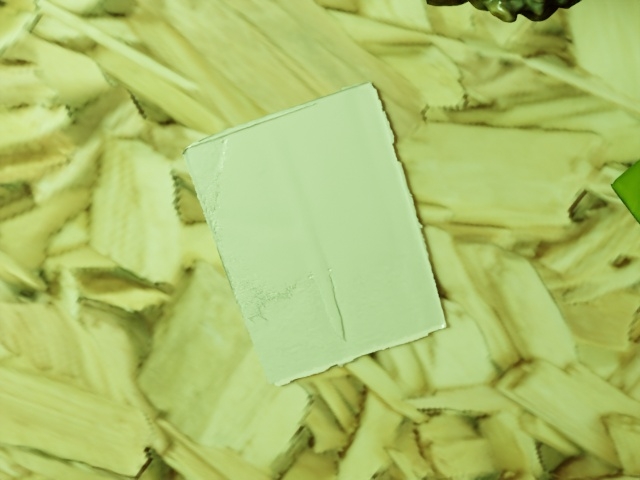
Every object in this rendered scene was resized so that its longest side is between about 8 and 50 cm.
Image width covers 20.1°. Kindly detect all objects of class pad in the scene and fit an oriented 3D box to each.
[{"bbox_3d":[0.000,0.000,1.392,0.156,0.004,0.232,-20,119,-1],"label":"pad"}]

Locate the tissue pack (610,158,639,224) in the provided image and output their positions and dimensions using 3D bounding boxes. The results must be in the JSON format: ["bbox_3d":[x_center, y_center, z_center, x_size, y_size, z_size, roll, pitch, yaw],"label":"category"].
[{"bbox_3d":[0.388,-0.041,1.338,0.275,0.200,0.167,-40,116,10],"label":"tissue pack"}]

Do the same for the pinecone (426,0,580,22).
[{"bbox_3d":[0.134,-0.249,1.182,0.202,0.229,0.201,-21,85,-20],"label":"pinecone"}]
